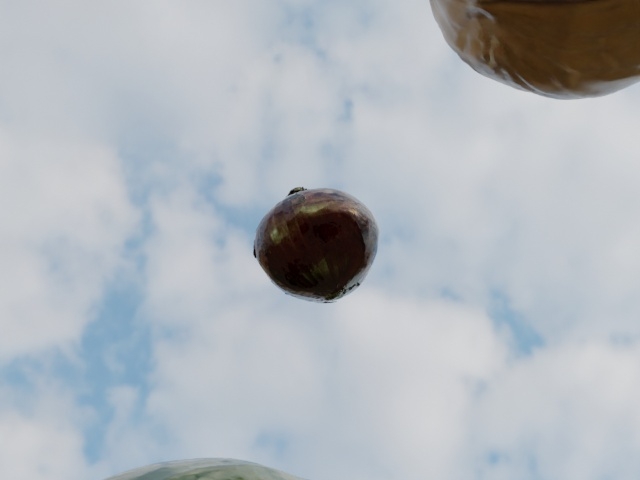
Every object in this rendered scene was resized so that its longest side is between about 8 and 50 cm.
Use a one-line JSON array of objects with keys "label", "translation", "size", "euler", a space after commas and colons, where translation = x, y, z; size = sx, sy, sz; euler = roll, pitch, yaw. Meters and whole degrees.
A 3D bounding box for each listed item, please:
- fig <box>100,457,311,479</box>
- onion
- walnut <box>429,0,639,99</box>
[{"label": "fig", "translation": [-0.103, 0.310, 0.852], "size": [0.316, 0.316, 0.316], "euler": [-3, -55, -5]}, {"label": "onion", "translation": [0.000, 0.000, 0.961], "size": [0.118, 0.117, 0.119], "euler": [5, -81, 29]}, {"label": "walnut", "translation": [0.127, -0.160, 0.466], "size": [0.165, 0.165, 0.197], "euler": [50, -117, -32]}]
